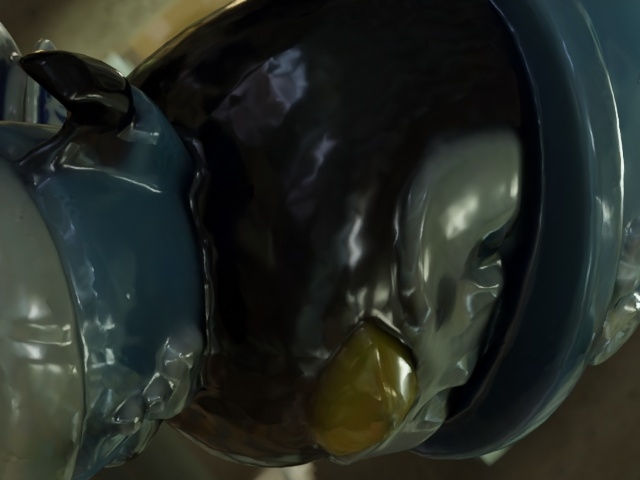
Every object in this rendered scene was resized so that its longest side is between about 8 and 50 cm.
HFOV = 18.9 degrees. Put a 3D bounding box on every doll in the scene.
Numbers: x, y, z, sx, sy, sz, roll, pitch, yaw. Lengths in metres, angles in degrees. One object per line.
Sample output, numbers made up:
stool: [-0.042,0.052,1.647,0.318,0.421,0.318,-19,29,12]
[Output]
doll: [0.000,0.000,0.547,0.141,0.314,0.177,45,-42,32]

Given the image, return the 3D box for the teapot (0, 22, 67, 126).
teapot: [-0.246,-0.050,1.288,0.424,0.280,0.252,82,5,-55]
